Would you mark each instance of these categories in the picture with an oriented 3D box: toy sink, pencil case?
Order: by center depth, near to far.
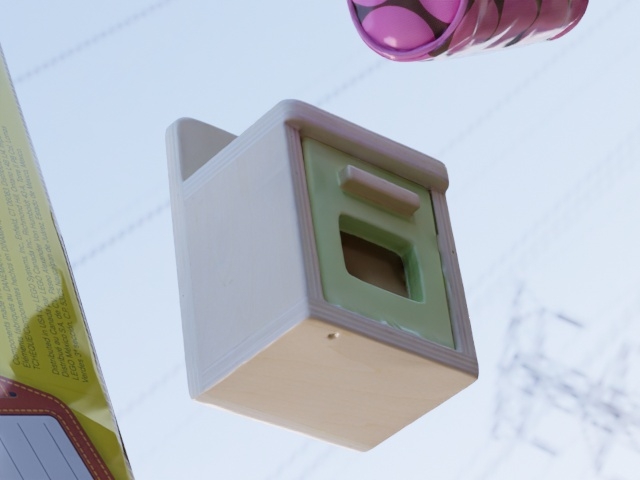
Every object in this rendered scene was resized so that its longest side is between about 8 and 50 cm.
[{"bbox_3d":[0.096,-0.167,1.177,0.095,0.098,0.209,-32,-9,27],"label":"pencil case"},{"bbox_3d":[0.000,0.000,1.262,0.153,0.234,0.131,22,-45,-35],"label":"toy sink"}]

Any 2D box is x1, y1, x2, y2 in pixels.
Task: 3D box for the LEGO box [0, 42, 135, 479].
[{"bbox_3d":[-0.280,0.105,0.824,0.193,0.500,0.372,19,-60,-34],"label":"LEGO box"}]
